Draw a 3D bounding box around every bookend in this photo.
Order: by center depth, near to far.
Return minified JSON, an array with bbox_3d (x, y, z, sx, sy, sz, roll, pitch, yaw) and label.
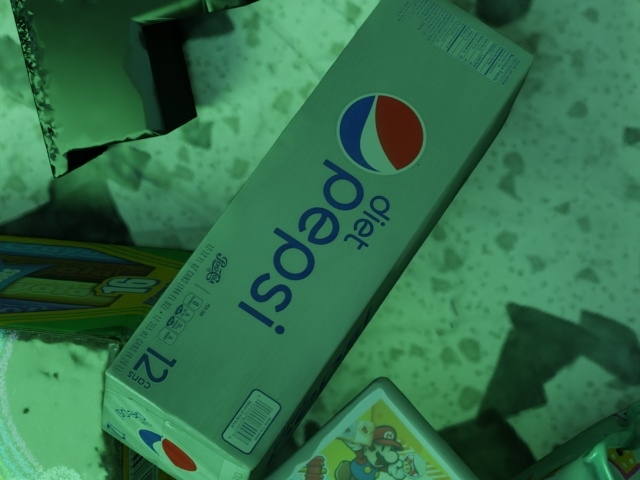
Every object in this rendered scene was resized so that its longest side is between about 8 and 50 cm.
[{"bbox_3d":[-0.093,-0.131,1.069,0.157,0.072,0.156,-9,102,17],"label":"bookend"}]

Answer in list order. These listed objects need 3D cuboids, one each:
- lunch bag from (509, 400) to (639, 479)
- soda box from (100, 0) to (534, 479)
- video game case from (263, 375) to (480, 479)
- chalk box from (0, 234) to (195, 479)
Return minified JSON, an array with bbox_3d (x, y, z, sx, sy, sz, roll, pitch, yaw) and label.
[{"bbox_3d":[0.169,0.260,1.048,0.223,0.160,0.262,-39,85,20],"label":"lunch bag"},{"bbox_3d":[0.000,0.000,0.976,0.091,0.098,0.286,33,66,6],"label":"soda box"},{"bbox_3d":[0.033,0.223,0.973,0.206,0.026,0.227,-43,85,11],"label":"video game case"},{"bbox_3d":[-0.221,0.101,1.109,0.289,0.179,0.180,6,106,15],"label":"chalk box"}]
